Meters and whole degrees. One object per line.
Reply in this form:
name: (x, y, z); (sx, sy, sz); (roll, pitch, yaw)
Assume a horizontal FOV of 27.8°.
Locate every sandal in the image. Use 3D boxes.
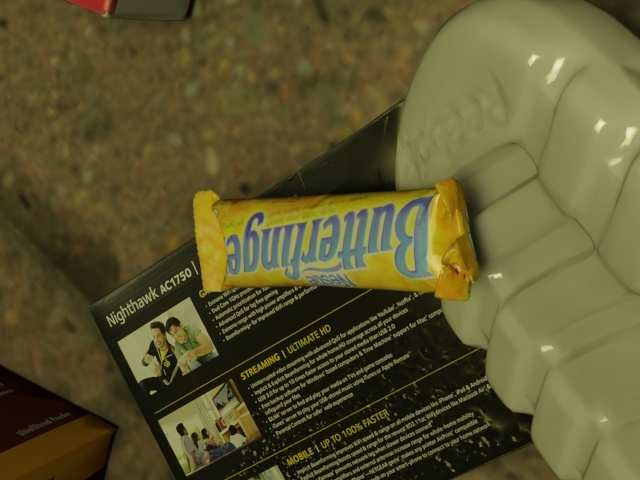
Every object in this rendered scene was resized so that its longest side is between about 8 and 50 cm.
sandal: (0.166, 0.085, 0.345); (0.416, 0.102, 0.169); (59, 152, 20)

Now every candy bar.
candy bar: (0.000, 0.000, 0.447); (0.161, 0.018, 0.040); (0, 96, 56)

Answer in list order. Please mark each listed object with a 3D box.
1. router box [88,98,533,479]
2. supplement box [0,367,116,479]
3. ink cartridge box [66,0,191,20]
router box: (0.006, 0.042, 0.517); (0.179, 0.046, 0.133); (-31, 84, 29)
supplement box: (-0.227, 0.152, 0.614); (0.191, 0.129, 0.194); (23, 110, 23)
ink cartridge box: (-0.118, -0.165, 0.534); (0.150, 0.063, 0.109); (23, 110, 22)
